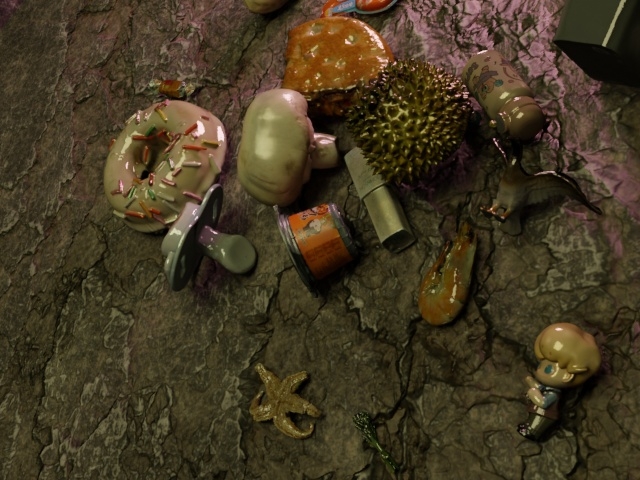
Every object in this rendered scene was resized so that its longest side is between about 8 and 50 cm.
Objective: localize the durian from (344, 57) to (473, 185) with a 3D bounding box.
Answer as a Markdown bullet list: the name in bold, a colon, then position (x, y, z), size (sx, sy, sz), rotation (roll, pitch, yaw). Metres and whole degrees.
- **durian**: position (0.175, -0.252, 1.726), size (0.258, 0.258, 0.293), rotation (-28, 22, 22)

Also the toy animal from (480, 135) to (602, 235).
- **toy animal**: position (0.361, -0.101, 1.546), size (0.272, 0.197, 0.160), rotation (31, 88, 39)

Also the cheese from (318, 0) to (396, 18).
- **cheese**: position (0.102, -0.594, 2.126), size (0.256, 0.037, 0.106), rotation (-8, 59, 33)

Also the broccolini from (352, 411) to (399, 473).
- **broccolini**: position (0.106, 0.369, 1.568), size (0.035, 0.030, 0.140), rotation (-23, 47, -22)

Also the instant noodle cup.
- **instant noodle cup**: position (0.000, 0.000, 1.774), size (0.125, 0.208, 0.177), rotation (-25, 10, 6)

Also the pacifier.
- **pacifier**: position (-0.244, 0.014, 1.965), size (0.207, 0.227, 0.279), rotation (17, 52, 9)

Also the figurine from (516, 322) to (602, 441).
- **figurine**: position (0.377, 0.229, 1.396), size (0.108, 0.114, 0.196), rotation (31, 97, 20)

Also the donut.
- **donut**: position (-0.415, -0.199, 2.214), size (0.382, 0.142, 0.382), rotation (-18, 56, 29)

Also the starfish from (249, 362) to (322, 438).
- **starfish**: position (-0.082, 0.315, 1.718), size (0.150, 0.053, 0.209), rotation (-43, 45, 2)

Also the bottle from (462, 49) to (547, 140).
- **bottle**: position (0.361, -0.283, 1.699), size (0.110, 0.097, 0.209), rotation (-15, 48, -11)

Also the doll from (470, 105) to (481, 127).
- **doll**: position (0.299, -0.279, 1.797), size (0.037, 0.027, 0.125), rotation (-47, 46, 16)

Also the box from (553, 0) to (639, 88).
- **box**: position (0.533, -0.377, 1.547), size (0.163, 0.243, 0.135), rotation (21, 91, 42)

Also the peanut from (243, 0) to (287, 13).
- **peanut**: position (-0.090, -0.739, 2.286), size (0.313, 0.152, 0.152), rotation (-36, 48, 12)

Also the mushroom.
- **mushroom**: position (-0.065, -0.207, 1.925), size (0.254, 0.234, 0.260), rotation (-93, 13, -50)

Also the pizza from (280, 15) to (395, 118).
- **pizza**: position (0.031, -0.400, 2.013), size (0.278, 0.114, 0.409), rotation (-53, 45, -2)

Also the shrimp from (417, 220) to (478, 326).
- **shrimp**: position (0.243, 0.059, 1.628), size (0.115, 0.051, 0.217), rotation (7, 71, 42)

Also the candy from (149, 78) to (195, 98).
- **candy**: position (-0.416, -0.427, 2.415), size (0.182, 0.046, 0.053), rotation (14, 70, 36)

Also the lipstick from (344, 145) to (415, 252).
- **lipstick**: position (0.125, -0.092, 1.783), size (0.079, 0.077, 0.253), rotation (-34, 48, 18)
